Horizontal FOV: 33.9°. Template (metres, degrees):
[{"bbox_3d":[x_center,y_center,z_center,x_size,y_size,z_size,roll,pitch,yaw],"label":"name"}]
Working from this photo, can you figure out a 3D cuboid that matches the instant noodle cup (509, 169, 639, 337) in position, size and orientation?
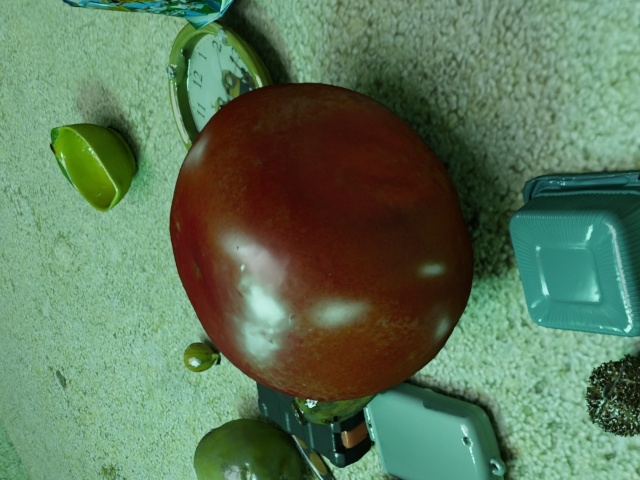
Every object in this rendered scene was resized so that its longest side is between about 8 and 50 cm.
[{"bbox_3d":[0.247,0.020,0.953,0.179,0.070,0.157,2,111,56],"label":"instant noodle cup"}]

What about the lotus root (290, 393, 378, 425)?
[{"bbox_3d":[0.035,0.164,1.294,0.089,0.179,0.080,42,-169,-36],"label":"lotus root"}]

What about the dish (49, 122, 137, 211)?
[{"bbox_3d":[-0.359,-0.132,1.714,0.207,0.080,0.149,33,140,38],"label":"dish"}]

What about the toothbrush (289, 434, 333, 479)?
[{"bbox_3d":[-0.012,0.331,1.581,0.321,0.023,0.031,58,145,9],"label":"toothbrush"}]

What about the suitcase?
[{"bbox_3d":[-0.024,0.154,1.436,0.206,0.066,0.286,25,131,45],"label":"suitcase"}]

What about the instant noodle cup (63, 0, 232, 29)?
[{"bbox_3d":[-0.215,-0.364,1.213,0.240,0.178,0.240,20,116,49],"label":"instant noodle cup"}]

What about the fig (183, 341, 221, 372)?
[{"bbox_3d":[-0.189,0.193,1.722,0.083,0.050,0.050,-2,110,45],"label":"fig"}]

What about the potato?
[{"bbox_3d":[-0.113,0.359,1.648,0.154,0.137,0.200,41,154,-21],"label":"potato"}]

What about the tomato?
[{"bbox_3d":[0.000,0.000,1.087,0.325,0.289,0.293,60,151,20],"label":"tomato"}]

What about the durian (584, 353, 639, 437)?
[{"bbox_3d":[0.288,0.150,0.976,0.091,0.080,0.080,47,144,21],"label":"durian"}]

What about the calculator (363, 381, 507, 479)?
[{"bbox_3d":[0.136,0.248,1.287,0.246,0.045,0.141,8,118,54],"label":"calculator"}]

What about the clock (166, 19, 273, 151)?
[{"bbox_3d":[-0.114,-0.174,1.353,0.237,0.057,0.237,31,133,41],"label":"clock"}]
